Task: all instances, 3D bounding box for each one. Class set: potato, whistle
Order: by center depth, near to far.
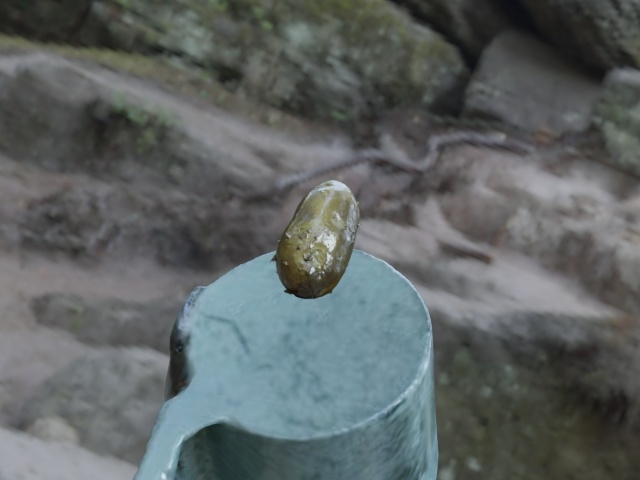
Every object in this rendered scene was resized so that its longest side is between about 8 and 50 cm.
[{"bbox_3d":[0.000,0.000,0.908,0.040,0.083,0.051,13,-39,18],"label":"potato"},{"bbox_3d":[-0.058,0.162,1.122,0.188,0.404,0.168,36,-31,33],"label":"whistle"}]
